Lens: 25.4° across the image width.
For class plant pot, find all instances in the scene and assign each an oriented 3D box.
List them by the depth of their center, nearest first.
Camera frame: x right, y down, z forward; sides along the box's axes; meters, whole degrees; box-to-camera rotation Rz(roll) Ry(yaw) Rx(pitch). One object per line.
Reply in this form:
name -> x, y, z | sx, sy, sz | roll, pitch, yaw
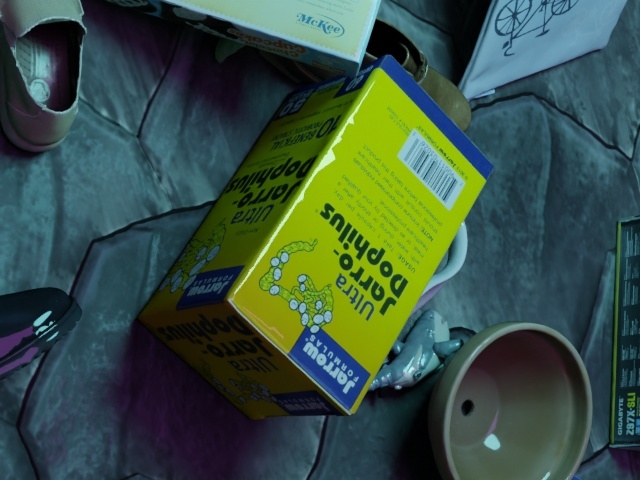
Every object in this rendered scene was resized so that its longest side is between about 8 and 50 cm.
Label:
plant pot -> 0.209, 0.210, 1.724 | 0.237, 0.109, 0.237 | -4, 98, -35

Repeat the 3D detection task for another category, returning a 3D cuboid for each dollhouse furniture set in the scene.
dollhouse furniture set -> -0.088, -0.283, 1.627 | 0.058, 0.076, 0.152 | 42, 51, -26

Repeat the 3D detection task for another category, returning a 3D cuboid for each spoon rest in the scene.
spoon rest -> 0.105, 0.058, 1.684 | 0.084, 0.137, 0.276 | 32, 56, -2

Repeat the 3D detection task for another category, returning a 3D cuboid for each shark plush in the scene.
shark plush -> 0.098, 0.146, 1.720 | 0.161, 0.073, 0.067 | -34, 77, -20

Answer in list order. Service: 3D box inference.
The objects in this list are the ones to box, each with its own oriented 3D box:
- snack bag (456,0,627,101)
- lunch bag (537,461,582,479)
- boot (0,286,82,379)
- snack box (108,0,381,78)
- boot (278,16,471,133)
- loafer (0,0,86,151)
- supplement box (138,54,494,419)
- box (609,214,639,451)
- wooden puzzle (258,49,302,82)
snack bag -> 0.325, -0.350, 1.827 | 0.323, 0.343, 0.037 | -24, 55, -37
lunch bag -> 0.287, 0.316, 1.801 | 0.098, 0.067, 0.065 | 31, 65, -27
boot -> -0.370, 0.049, 1.353 | 0.246, 0.094, 0.207 | -33, 106, -28
snack box -> -0.086, -0.314, 1.540 | 0.322, 0.060, 0.187 | 18, 77, -1
boot -> 0.093, -0.191, 1.709 | 0.305, 0.115, 0.112 | 24, 73, -39
loafer -> -0.288, -0.229, 1.460 | 0.102, 0.092, 0.269 | -8, 87, -36
supplement box -> 0.000, 0.000, 1.567 | 0.195, 0.194, 0.356 | 44, 60, -22
box -> 0.525, 0.144, 1.997 | 0.257, 0.079, 0.322 | 12, 75, -32
wooden puzzle -> -0.036, -0.235, 1.693 | 0.116, 0.014, 0.078 | 43, 65, -23
